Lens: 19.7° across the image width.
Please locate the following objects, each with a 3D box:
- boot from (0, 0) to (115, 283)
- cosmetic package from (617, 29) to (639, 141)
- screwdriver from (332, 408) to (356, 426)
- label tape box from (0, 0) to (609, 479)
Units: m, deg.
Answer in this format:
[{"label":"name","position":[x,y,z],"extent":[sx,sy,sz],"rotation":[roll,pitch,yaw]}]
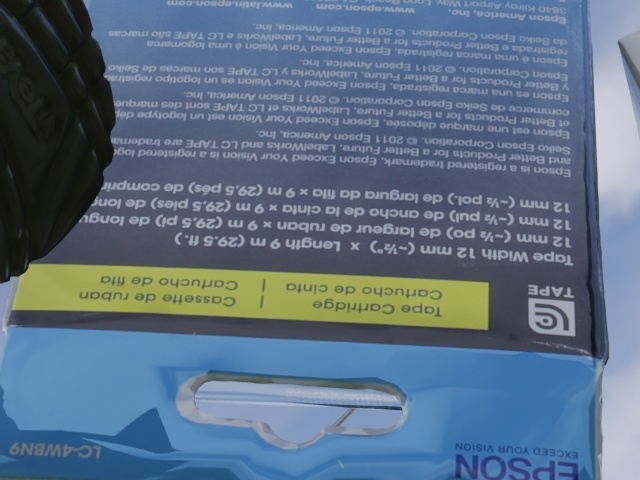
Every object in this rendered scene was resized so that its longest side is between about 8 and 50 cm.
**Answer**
[{"label":"boot","position":[-0.199,-0.143,0.571],"extent":[0.118,0.223,0.338],"rotation":[-42,-40,-42]},{"label":"cosmetic package","position":[0.291,0.033,1.023],"extent":[0.155,0.197,0.365],"rotation":[-23,-38,4]},{"label":"screwdriver","position":[0.023,0.119,1.266],"extent":[0.024,0.170,0.025],"rotation":[-18,-75,31]},{"label":"label tape box","position":[0.000,0.000,0.850],"extent":[0.249,0.347,0.115],"rotation":[2,-41,3]}]
